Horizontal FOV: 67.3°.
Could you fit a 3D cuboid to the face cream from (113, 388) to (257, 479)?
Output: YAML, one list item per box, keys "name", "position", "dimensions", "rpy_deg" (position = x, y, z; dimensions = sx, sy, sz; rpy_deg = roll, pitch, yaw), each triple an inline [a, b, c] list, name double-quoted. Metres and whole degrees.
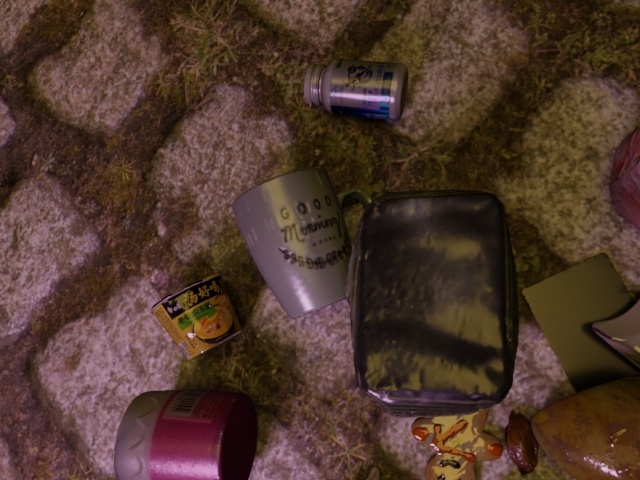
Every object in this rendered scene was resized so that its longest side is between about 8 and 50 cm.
- name: "face cream"
  position: [-0.229, 0.354, 0.846]
  dimensions: [0.195, 0.175, 0.175]
  rpy_deg: [-1, 79, 13]

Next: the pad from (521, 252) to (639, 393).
- name: "pad"
  position: [0.478, 0.170, 0.816]
  dimensions: [0.160, 0.009, 0.264]
  rpy_deg: [-26, 76, 6]

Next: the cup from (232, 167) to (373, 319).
- name: "cup"
  position: [0.000, 0.000, 0.885]
  dimensions: [0.258, 0.186, 0.234]
  rpy_deg: [-20, 83, -21]

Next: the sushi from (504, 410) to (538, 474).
- name: "sushi"
  position: [0.328, 0.334, 0.795]
  dimensions: [0.050, 0.047, 0.099]
  rpy_deg: [20, 66, -27]

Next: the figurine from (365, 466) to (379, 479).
- name: "figurine"
  position: [0.037, 0.489, 0.777]
  dimensions: [0.127, 0.155, 0.235]
  rpy_deg: [32, 82, 30]

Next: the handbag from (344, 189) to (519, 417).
- name: "handbag"
  position: [0.173, 0.104, 0.765]
  dimensions: [0.248, 0.240, 0.340]
  rpy_deg: [-2, 71, 15]

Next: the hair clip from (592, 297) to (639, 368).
- name: "hair clip"
  position: [0.604, 0.167, 0.735]
  dimensions: [0.172, 0.113, 0.282]
  rpy_deg: [-48, 43, -6]

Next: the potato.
- name: "potato"
  position: [0.468, 0.286, 0.702]
  dimensions: [0.298, 0.141, 0.176]
  rpy_deg: [-3, 45, 27]

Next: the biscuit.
- name: "biscuit"
  position: [0.236, 0.327, 0.826]
  dimensions: [0.153, 0.030, 0.234]
  rpy_deg: [11, 81, 16]

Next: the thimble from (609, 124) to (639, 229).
- name: "thimble"
  position: [0.608, -0.115, 0.768]
  dimensions: [0.239, 0.162, 0.239]
  rpy_deg: [-2, 81, 11]

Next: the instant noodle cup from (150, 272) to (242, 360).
- name: "instant noodle cup"
  position: [-0.228, 0.149, 0.911]
  dimensions: [0.152, 0.151, 0.122]
  rpy_deg: [-28, 84, 6]

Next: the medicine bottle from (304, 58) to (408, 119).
- name: "medicine bottle"
  position: [0.070, -0.300, 0.948]
  dimensions: [0.192, 0.107, 0.106]
  rpy_deg: [10, 81, 14]
